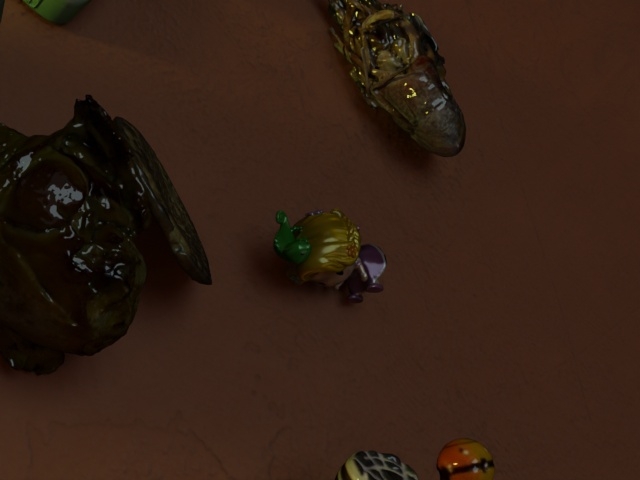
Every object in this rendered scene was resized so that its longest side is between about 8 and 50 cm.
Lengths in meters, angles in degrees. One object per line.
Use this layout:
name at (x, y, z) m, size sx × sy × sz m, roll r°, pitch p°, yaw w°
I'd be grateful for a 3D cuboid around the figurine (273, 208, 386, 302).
figurine at (0.000, 0.000, 1.136) m, size 0.156 × 0.095 × 0.114 m, roll 16°, pitch 45°, yaw -43°

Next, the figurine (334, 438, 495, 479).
figurine at (0.130, 0.357, 0.964) m, size 0.323 × 0.196 × 0.320 m, roll 21°, pitch 64°, yaw -23°

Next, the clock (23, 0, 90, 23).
clock at (-0.286, -0.337, 1.114) m, size 0.148 × 0.060 × 0.188 m, roll 44°, pitch 45°, yaw -11°

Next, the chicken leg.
chicken leg at (-0.273, -0.064, 0.862) m, size 0.361 × 0.212 × 0.140 m, roll 58°, pitch 3°, yaw -2°

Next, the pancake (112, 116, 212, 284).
pancake at (-0.154, -0.039, 0.990) m, size 0.021 × 0.199 × 0.199 m, roll -28°, pitch 89°, yaw -1°

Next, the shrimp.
shrimp at (0.087, -0.257, 1.345) m, size 0.343 × 0.116 × 0.145 m, roll 57°, pitch 20°, yaw 6°

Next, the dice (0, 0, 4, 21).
dice at (-0.416, -0.174, 0.650) m, size 0.331 × 0.328 × 0.348 m, roll 16°, pitch 61°, yaw -1°
